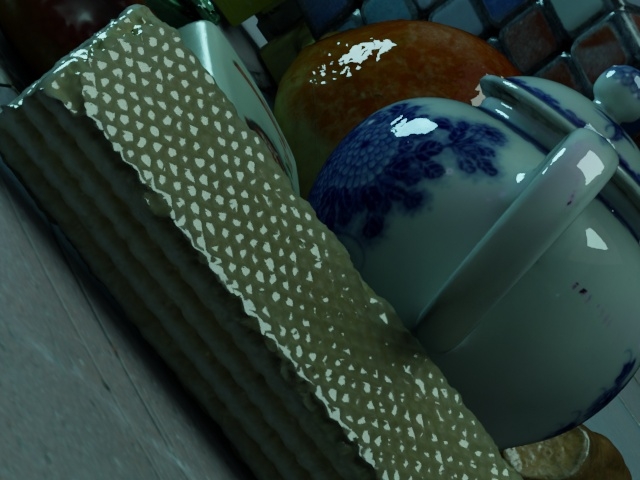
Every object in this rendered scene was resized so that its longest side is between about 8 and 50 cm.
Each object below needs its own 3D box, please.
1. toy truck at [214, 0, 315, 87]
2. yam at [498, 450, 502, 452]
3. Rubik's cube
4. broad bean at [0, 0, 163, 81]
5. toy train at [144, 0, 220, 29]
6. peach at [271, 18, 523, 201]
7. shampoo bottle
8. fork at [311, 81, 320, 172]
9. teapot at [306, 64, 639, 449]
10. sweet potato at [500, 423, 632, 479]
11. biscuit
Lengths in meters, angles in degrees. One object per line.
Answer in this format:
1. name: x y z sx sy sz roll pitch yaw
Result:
1. toy truck: -0.015 -0.210 1.978 0.272 0.124 0.157 55 21 -14
2. yam: 0.117 0.125 1.563 0.106 0.106 0.259 56 11 9
3. Rubik's cube: 0.203 -0.185 1.859 0.293 0.287 0.292 6 53 -52
4. broad bean: -0.154 -0.133 1.254 0.165 0.084 0.114 49 13 7
5. toy train: -0.155 -0.204 1.467 0.132 0.083 0.200 54 9 18
6. peach: 0.061 -0.080 1.649 0.232 0.232 0.256 42 16 -49
7. shampoo bottle: -0.063 -0.039 1.358 0.284 0.071 0.153 -101 165 -66
8. fork: -0.002 0.001 1.428 0.039 0.021 0.235 -103 -175 -72
9. teapot: 0.128 -0.007 1.333 0.252 0.280 0.424 40 -1 3
10. sweet potato: 0.234 0.214 1.809 0.252 0.097 0.097 36 21 -54
11. biscuit: -0.017 0.060 1.155 0.426 0.078 0.144 53 34 -9
